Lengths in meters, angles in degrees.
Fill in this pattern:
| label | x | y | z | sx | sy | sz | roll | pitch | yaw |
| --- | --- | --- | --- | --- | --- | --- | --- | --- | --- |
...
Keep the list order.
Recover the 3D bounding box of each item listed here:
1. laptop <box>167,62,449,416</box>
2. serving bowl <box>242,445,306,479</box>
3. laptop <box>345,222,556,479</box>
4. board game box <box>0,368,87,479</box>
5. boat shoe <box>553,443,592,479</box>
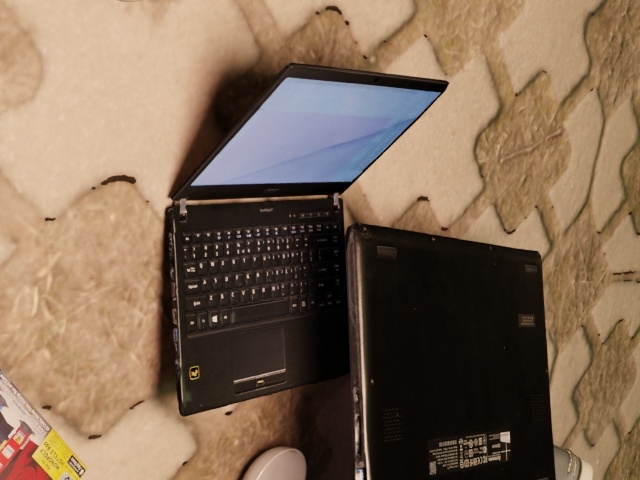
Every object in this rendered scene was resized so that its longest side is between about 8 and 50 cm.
| label | x | y | z | sx | sy | sz | roll | pitch | yaw |
| --- | --- | --- | --- | --- | --- | --- | --- | --- | --- |
| laptop | 0.000 | 0.000 | 0.944 | 0.234 | 0.136 | 0.265 | -5 | 93 | -53 |
| serving bowl | -0.049 | 0.228 | 1.063 | 0.083 | 0.027 | 0.083 | -30 | 129 | -44 |
| laptop | 0.052 | 0.210 | 1.138 | 0.382 | 0.236 | 0.408 | 7 | 79 | -56 |
| board game box | -0.265 | 0.162 | 0.711 | 0.194 | 0.060 | 0.194 | -53 | 140 | -26 |
| boat shoe | 0.245 | 0.411 | 1.520 | 0.099 | 0.116 | 0.319 | 34 | 78 | -9 |
